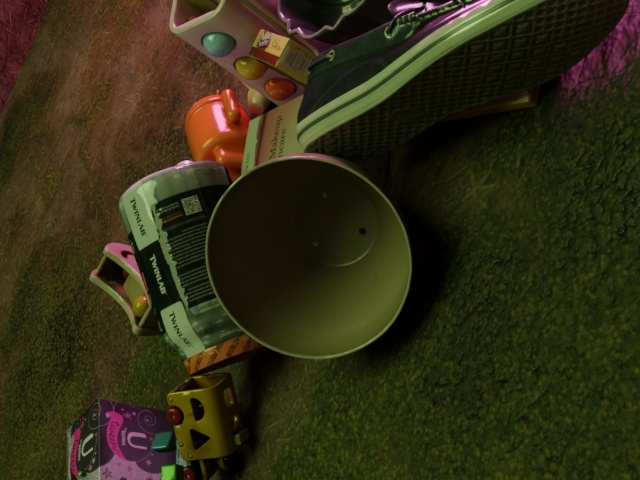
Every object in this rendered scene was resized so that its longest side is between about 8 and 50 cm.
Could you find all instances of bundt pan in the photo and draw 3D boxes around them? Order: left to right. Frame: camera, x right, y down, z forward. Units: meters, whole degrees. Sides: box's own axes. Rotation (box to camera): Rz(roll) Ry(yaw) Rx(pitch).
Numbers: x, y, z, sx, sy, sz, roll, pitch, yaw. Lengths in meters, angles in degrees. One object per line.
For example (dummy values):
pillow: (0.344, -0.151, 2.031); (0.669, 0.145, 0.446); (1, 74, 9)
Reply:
bundt pan: (0.076, -0.450, 1.591); (0.331, 0.124, 0.331); (-30, 51, 44)

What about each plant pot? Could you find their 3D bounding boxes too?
plant pot: (0.000, 0.000, 1.426); (0.284, 0.284, 0.191); (-56, 0, 21)

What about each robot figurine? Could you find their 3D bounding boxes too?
robot figurine: (-0.185, -0.185, 1.878); (0.128, 0.158, 0.219); (-26, 44, 3)

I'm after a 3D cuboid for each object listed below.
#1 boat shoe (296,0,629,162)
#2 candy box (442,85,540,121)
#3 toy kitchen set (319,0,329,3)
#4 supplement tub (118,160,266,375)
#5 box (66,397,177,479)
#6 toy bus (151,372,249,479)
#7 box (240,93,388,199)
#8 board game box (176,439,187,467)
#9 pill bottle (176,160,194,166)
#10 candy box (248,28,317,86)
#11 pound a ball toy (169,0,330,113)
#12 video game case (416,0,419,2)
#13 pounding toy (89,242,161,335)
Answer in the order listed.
boat shoe: (0.157, -0.252, 1.301); (0.500, 0.186, 0.156); (-23, 63, 41)
candy box: (0.215, -0.222, 1.388); (0.205, 0.027, 0.105); (-3, 69, 47)
toy kitchen set: (-0.037, -0.435, 1.839); (0.207, 0.122, 0.166); (-10, 63, 31)
supplement tub: (-0.193, 0.047, 1.632); (0.193, 0.193, 0.316); (-30, 76, 45)
box: (-0.347, 0.424, 1.759); (0.142, 0.163, 0.247); (-44, 42, 37)
toy bus: (-0.170, 0.312, 1.610); (0.104, 0.202, 0.191); (-10, 53, 20)
box: (-0.011, -0.138, 1.601); (0.232, 0.126, 0.149); (-17, 60, 50)
board game box: (-0.219, 0.373, 1.732); (0.090, 0.020, 0.090); (-37, 47, 40)
pill bottle: (-0.262, -0.102, 2.002); (0.065, 0.065, 0.116); (-44, 40, 34)
candy box: (-0.012, -0.268, 1.615); (0.053, 0.186, 0.109); (-63, 33, 5)
pound a ball toy: (-0.131, -0.315, 1.738); (0.208, 0.319, 0.136); (-15, 60, 34)
video game case: (0.205, -0.414, 1.527); (0.204, 0.025, 0.285); (-50, 38, 29)
pounding toy: (-0.343, 0.054, 1.956); (0.155, 0.154, 0.269); (-59, 35, 17)
